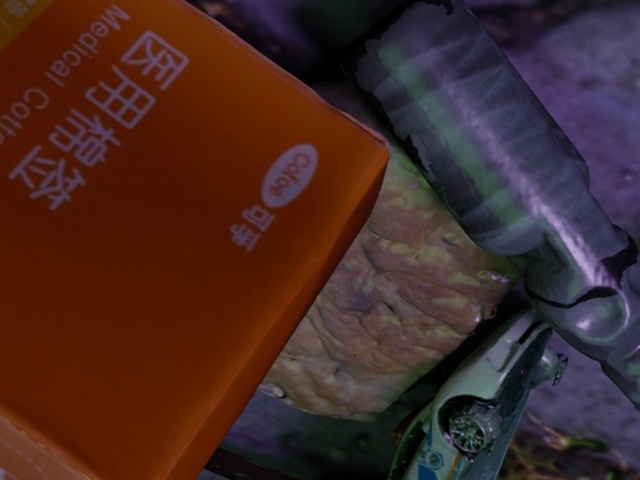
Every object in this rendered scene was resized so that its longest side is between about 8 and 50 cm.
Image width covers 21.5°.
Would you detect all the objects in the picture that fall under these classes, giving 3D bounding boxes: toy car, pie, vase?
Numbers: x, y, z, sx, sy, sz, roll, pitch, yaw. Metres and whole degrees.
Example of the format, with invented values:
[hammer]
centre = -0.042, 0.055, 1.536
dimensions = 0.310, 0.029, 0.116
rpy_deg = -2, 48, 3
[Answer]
[toy car]
centre = 0.069, 0.106, 0.862
dimensions = 0.058, 0.093, 0.186
rpy_deg = 31, 126, 19
[pie]
centre = -0.001, 0.002, 0.816
dimensions = 0.185, 0.052, 0.218
rpy_deg = 29, 139, -11
[vase]
centre = 0.092, -0.011, 0.718
dimensions = 0.060, 0.060, 0.211
rpy_deg = -30, 102, 41

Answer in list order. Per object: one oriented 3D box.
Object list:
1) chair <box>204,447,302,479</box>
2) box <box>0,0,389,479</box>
[chair]
centre = 0.006, 0.236, 0.965
dimensions = 0.319, 0.186, 0.160
rpy_deg = 18, 133, 6
[box]
centre = -0.170, -0.030, 0.683
dimensions = 0.341, 0.225, 0.143
rpy_deg = 35, 138, 1
